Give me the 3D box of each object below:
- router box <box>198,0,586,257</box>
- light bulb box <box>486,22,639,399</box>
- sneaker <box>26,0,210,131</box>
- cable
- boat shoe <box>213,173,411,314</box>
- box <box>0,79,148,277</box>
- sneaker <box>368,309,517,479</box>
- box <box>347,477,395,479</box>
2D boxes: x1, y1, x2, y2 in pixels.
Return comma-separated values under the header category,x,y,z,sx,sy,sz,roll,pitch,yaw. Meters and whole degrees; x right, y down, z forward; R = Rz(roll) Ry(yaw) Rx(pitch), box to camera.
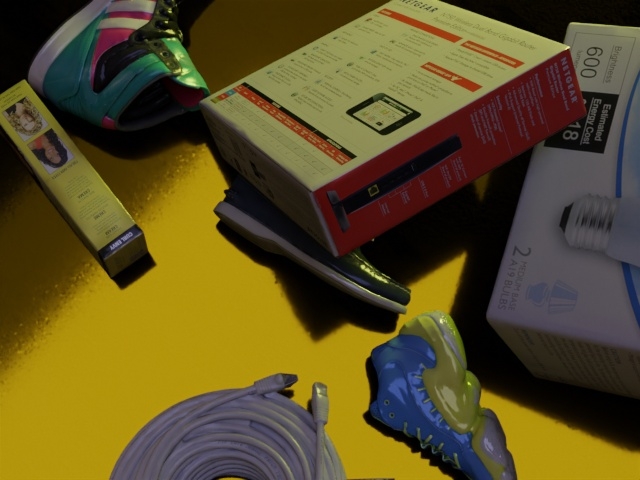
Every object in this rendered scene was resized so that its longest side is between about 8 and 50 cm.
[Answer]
category,x,y,z,sx,sy,sz,roll,pitch,yaw
router box,0.063,-0.143,1.237,0.301,0.335,0.082,-29,120,-12
light bulb box,0.413,-0.011,1.204,0.361,0.225,0.358,10,74,27
sneaker,-0.184,-0.241,1.346,0.178,0.124,0.295,40,85,12
cable,-0.098,0.281,1.207,0.257,0.089,0.257,-9,59,-2
boat shoe,0.000,0.000,1.313,0.254,0.095,0.079,29,81,17
box,-0.291,-0.070,1.320,0.058,0.087,0.232,-37,79,-13
sneaker,0.130,0.205,1.282,0.126,0.091,0.240,-24,78,10
box,0.038,0.332,1.262,0.094,0.027,0.137,-2,76,-2
